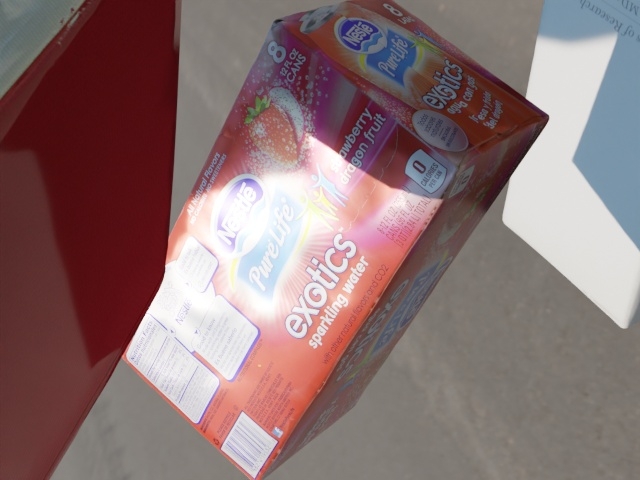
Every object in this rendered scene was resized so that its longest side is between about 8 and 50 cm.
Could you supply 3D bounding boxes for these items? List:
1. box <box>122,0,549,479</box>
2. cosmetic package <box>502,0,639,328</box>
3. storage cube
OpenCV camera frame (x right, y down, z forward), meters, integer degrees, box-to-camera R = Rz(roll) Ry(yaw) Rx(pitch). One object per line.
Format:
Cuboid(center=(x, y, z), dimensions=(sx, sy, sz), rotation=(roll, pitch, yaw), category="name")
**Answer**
Cuboid(center=(0.000, 0.000, 0.690), dimensions=(0.122, 0.128, 0.257), rotation=(-30, -25, -53), category="box")
Cuboid(center=(0.296, -0.177, 0.856), dimensions=(0.161, 0.230, 0.453), rotation=(48, 148, 38), category="cosmetic package")
Cuboid(center=(-0.168, -0.026, 0.432), dimensions=(0.215, 0.183, 0.193), rotation=(-67, -10, -47), category="storage cube")
